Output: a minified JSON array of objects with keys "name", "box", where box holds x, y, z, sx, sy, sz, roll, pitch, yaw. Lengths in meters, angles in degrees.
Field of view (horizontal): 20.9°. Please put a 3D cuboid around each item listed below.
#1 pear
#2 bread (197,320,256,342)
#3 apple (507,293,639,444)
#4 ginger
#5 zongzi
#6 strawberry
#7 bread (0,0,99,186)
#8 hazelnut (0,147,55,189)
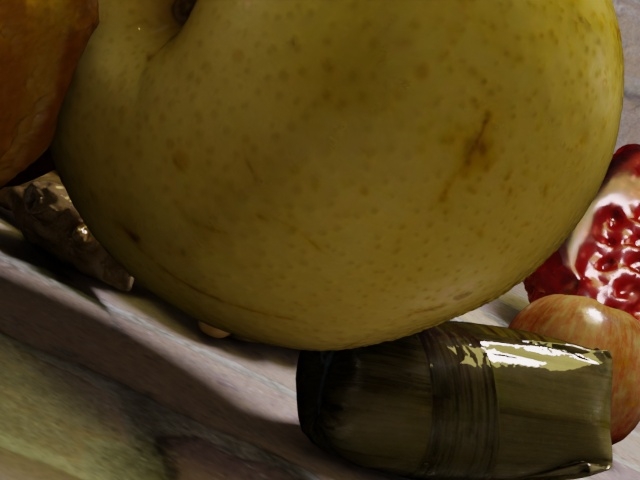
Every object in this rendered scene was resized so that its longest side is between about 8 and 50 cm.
[{"name":"pear","box":[0.008,-0.098,1.039,0.348,0.348,0.348,28,7,-4]},{"name":"bread","box":[0.000,0.000,1.367,0.311,0.121,0.172,13,59,-58]},{"name":"apple","box":[0.236,0.116,1.595,0.146,0.131,0.146,22,6,-3]},{"name":"ginger","box":[-0.199,-0.027,1.255,0.214,0.059,0.133,31,3,14]},{"name":"zongzi","box":[0.056,0.108,1.198,0.221,0.112,0.242,10,-7,-26]},{"name":"strawberry","box":[0.392,0.052,2.262,0.345,0.317,0.295,-25,4,-42]},{"name":"bread","box":[-0.269,-0.153,0.924,0.312,0.312,0.172,30,31,13]},{"name":"hazelnut","box":[-0.248,-0.122,1.151,0.229,0.229,0.229,28,7,-4]}]
